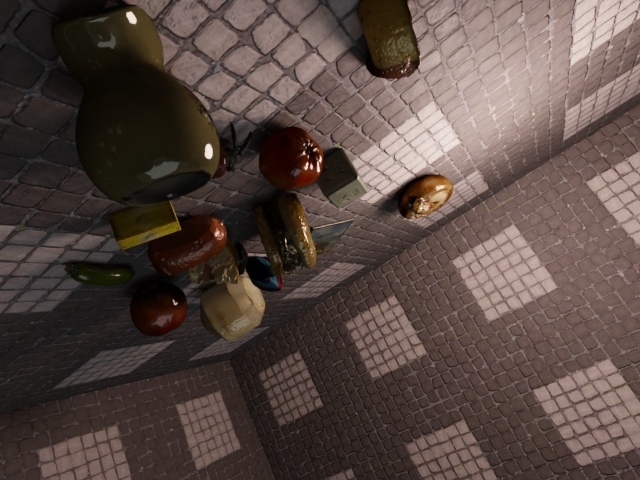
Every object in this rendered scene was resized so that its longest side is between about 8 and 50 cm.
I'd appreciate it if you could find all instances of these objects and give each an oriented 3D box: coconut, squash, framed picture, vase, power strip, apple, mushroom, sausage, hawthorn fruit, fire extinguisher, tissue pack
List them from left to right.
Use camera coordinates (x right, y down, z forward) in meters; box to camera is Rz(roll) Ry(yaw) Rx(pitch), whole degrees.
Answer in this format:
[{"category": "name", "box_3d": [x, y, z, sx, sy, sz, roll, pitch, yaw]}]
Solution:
[{"category": "squash", "box_3d": [-0.739, 0.117, 1.402, 0.069, 0.069, 0.258, -34, 160, 19]}, {"category": "tissue pack", "box_3d": [-0.515, -0.053, 1.217, 0.176, 0.095, 0.062, -21, 160, -17]}, {"category": "vase", "box_3d": [-0.339, -0.223, 0.804, 0.241, 0.302, 0.329, -23, 178, -11]}, {"category": "apple", "box_3d": [-0.658, 0.265, 1.687, 0.230, 0.229, 0.230, -24, 161, -9]}, {"category": "sausage", "box_3d": [-0.441, 0.012, 1.389, 0.268, 0.153, 0.141, -26, 153, -8]}, {"category": "fire extinguisher", "box_3d": [-0.328, -0.220, 1.046, 0.337, 0.106, 0.147, -15, 136, -33]}, {"category": "coconut", "box_3d": [-0.439, 0.331, 2.026, 0.323, 0.322, 0.323, -24, 161, -9]}, {"category": "hawthorn fruit", "box_3d": [-0.099, -0.228, 1.212, 0.201, 0.178, 0.179, -26, 165, 36]}, {"category": "framed picture", "box_3d": [0.000, 0.000, 2.150, 0.265, 0.016, 0.347, -13, 156, -33]}, {"category": "power strip", "box_3d": [0.079, -0.213, 1.516, 0.140, 0.139, 0.224, -32, 160, 11]}, {"category": "mushroom", "box_3d": [0.512, -0.215, 2.058, 0.278, 0.163, 0.297, -19, 161, -47]}]

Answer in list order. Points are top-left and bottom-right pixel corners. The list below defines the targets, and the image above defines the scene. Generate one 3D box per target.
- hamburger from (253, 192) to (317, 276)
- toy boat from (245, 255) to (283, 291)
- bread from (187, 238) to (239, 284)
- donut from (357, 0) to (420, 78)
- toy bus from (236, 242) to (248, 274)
[{"category": "hamburger", "box_3d": [-0.129, -0.009, 1.592, 0.196, 0.276, 0.318, -18, 166, 0]}, {"category": "toy boat", "box_3d": [-0.251, 0.134, 1.755, 0.136, 0.080, 0.392, -58, -156, -3]}, {"category": "bread", "box_3d": [-0.407, 0.060, 1.570, 0.184, 0.210, 0.224, -7, -177, -11]}, {"category": "donut", "box_3d": [0.166, -0.460, 1.002, 0.113, 0.151, 0.295, -20, 163, 9]}, {"category": "toy bus", "box_3d": [-0.369, 0.089, 1.778, 0.103, 0.091, 0.182, -17, 159, -24]}]
